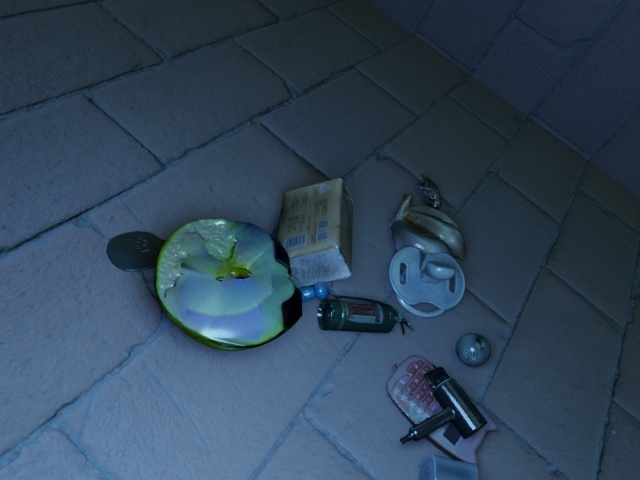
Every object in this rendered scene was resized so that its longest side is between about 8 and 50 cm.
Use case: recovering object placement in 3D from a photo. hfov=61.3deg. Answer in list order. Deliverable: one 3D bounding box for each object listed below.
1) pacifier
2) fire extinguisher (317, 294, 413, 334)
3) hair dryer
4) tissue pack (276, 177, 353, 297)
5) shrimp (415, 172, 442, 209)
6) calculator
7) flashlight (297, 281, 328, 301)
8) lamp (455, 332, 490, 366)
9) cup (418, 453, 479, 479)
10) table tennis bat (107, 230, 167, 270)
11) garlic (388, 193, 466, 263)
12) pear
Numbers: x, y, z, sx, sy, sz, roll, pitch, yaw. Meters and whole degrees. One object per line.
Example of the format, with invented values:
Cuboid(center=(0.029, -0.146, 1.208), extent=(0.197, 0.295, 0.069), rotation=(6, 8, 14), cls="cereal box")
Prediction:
Cuboid(center=(0.365, 0.123, 1.735), extent=(0.279, 0.207, 0.227), rotation=(10, 66, -15), cls="pacifier")
Cuboid(center=(0.142, 0.225, 1.598), extent=(0.294, 0.093, 0.118), rotation=(7, 46, -24), cls="fire extinguisher")
Cuboid(center=(0.293, 0.458, 1.436), extent=(0.248, 0.078, 0.195), rotation=(-17, 55, -31), cls="hair dryer")
Cuboid(center=(0.000, 0.000, 1.662), extent=(0.239, 0.238, 0.305), rotation=(18, 44, -14), cls="tissue pack")
Cuboid(center=(0.436, -0.197, 2.167), extent=(0.073, 0.075, 0.190), rotation=(-16, 63, -1), cls="shrimp")
Cuboid(center=(0.329, 0.467, 1.524), extent=(0.330, 0.048, 0.220), rotation=(42, 45, 14), cls="calculator")
Cuboid(center=(-0.040, 0.156, 1.558), extent=(0.129, 0.051, 0.051), rotation=(-15, 53, 2), cls="flashlight")
Cuboid(center=(0.473, 0.339, 1.673), extent=(0.105, 0.105, 0.105), rotation=(16, 46, -17), cls="lamp")
Cuboid(center=(0.322, 0.615, 1.349), extent=(0.130, 0.095, 0.128), rotation=(18, 47, -10), cls="cup")
Cuboid(center=(-0.468, 0.021, 1.498), extent=(0.234, 0.022, 0.131), rotation=(-14, 58, -35), cls="table tennis bat")
Cuboid(center=(0.386, -0.016, 1.933), extent=(0.325, 0.132, 0.279), rotation=(36, 52, 12), cls="garlic")
Cuboid(center=(-0.252, 0.136, 1.405), extent=(0.399, 0.165, 0.398), rotation=(16, 45, -16), cls="pear")
